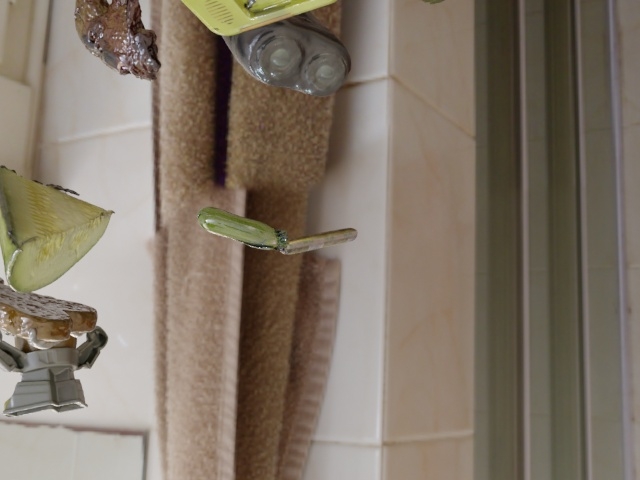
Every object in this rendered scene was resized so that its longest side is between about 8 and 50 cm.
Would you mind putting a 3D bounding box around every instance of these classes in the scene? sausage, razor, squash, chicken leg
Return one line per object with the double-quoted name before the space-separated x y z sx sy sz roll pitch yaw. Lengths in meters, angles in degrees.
"sausage" 0.000 0.000 1.628 0.032 0.033 0.269 -6 -177 39
"razor" -0.082 -0.373 1.316 0.204 0.349 0.114 10 126 -31
"squash" -0.147 -0.020 1.436 0.183 0.052 0.052 19 172 9
"chicken leg" -0.357 -0.379 1.308 0.082 0.178 0.322 -14 -140 -35
"squash" -0.318 0.016 0.932 0.169 0.093 0.252 23 -167 -34

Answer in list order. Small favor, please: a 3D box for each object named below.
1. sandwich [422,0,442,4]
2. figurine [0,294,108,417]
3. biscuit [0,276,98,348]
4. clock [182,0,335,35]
"sandwich" 0.027 -0.339 0.613 0.161 0.301 0.250 -12 -174 25
"figurine" -0.670 0.273 1.881 0.166 0.285 0.342 -17 164 17
"biscuit" -0.591 0.096 1.270 0.431 0.064 0.283 15 180 2
"clock" -0.078 -0.344 0.951 0.202 0.096 0.143 -9 154 28
